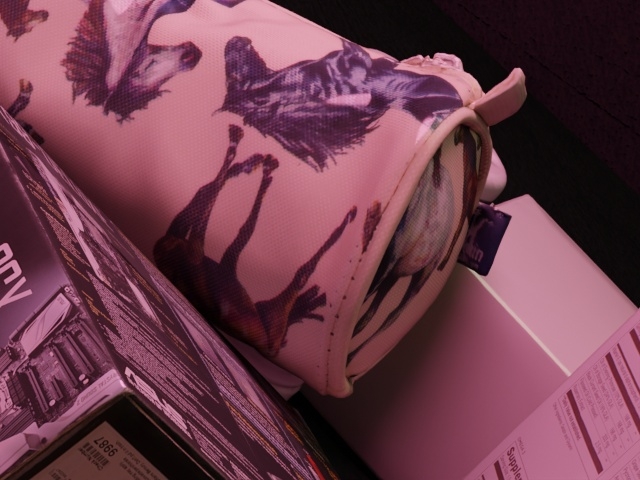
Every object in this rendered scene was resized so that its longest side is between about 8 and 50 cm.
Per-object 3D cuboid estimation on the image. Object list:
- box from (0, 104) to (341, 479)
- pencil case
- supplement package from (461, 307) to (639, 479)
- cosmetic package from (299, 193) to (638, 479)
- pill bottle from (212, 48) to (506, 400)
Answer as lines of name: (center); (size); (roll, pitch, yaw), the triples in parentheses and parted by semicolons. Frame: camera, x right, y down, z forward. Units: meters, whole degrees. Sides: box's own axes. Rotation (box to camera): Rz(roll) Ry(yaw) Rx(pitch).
box: (-0.066, 0.091, 0.847); (0.307, 0.076, 0.242); (49, 3, -42)
pencil case: (-0.097, -0.089, 1.045); (0.410, 0.183, 0.160); (31, -16, 21)
supplement package: (0.187, 0.196, 1.000); (0.199, 0.263, 0.198); (36, 18, -23)
cosmetic package: (0.181, 0.155, 1.253); (0.365, 0.155, 0.197); (47, 24, 14)
pill bottle: (0.000, 0.000, 1.153); (0.119, 0.208, 0.119); (38, 18, -14)
